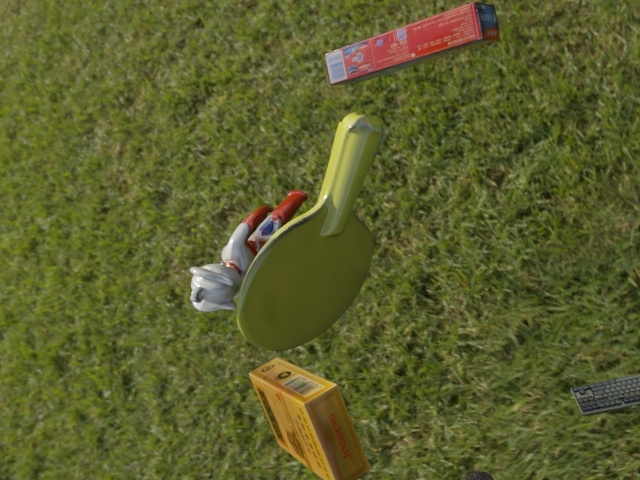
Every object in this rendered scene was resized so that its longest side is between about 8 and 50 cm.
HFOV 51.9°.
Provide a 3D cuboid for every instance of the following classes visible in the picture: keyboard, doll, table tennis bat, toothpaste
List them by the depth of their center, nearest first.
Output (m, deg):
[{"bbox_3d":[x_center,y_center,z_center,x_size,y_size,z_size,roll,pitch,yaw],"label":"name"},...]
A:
[{"bbox_3d":[0.396,0.196,0.853,0.129,0.015,0.049,-14,34,9],"label":"keyboard"},{"bbox_3d":[0.000,0.000,0.888,0.054,0.224,0.369,41,123,38],"label":"table tennis bat"},{"bbox_3d":[0.155,-0.346,1.180,0.320,0.076,0.066,-5,98,40],"label":"toothpaste"},{"bbox_3d":[-0.131,0.032,1.304,0.099,0.384,0.189,10,115,24],"label":"doll"}]

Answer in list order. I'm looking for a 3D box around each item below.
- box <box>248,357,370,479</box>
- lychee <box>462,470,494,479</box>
[{"bbox_3d":[-0.028,0.333,1.233,0.274,0.076,0.174,2,114,64],"label":"box"},{"bbox_3d":[0.311,0.488,1.296,0.083,0.068,0.067,-21,91,-17],"label":"lychee"}]
